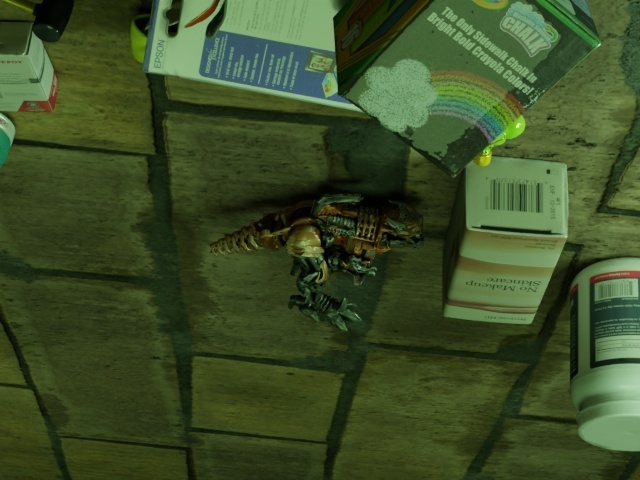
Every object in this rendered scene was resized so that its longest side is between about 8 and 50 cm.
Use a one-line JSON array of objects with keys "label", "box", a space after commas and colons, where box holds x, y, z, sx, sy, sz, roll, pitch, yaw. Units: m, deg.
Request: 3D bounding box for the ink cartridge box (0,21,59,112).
[{"label": "ink cartridge box", "box": [-0.413, -0.230, 1.789, 0.099, 0.056, 0.135, 2, 152, 5]}]

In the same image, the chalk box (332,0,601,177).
[{"label": "chalk box", "box": [0.172, -0.249, 1.451, 0.180, 0.179, 0.289, 34, 119, -25]}]

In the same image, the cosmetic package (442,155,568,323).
[{"label": "cosmetic package", "box": [0.271, 0.005, 2.026, 0.153, 0.129, 0.296, 4, 153, 1]}]

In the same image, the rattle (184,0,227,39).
[{"label": "rattle", "box": [-0.061, -0.309, 1.420, 0.143, 0.199, 0.130, 5, 152, 2]}]

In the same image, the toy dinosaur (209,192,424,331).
[{"label": "toy dinosaur", "box": [0.000, 0.000, 2.102, 0.322, 0.164, 0.218, 14, 142, 24]}]

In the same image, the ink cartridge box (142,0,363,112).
[{"label": "ink cartridge box", "box": [-0.035, -0.253, 1.599, 0.333, 0.065, 0.165, 10, 122, -9]}]

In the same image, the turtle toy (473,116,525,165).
[{"label": "turtle toy", "box": [0.209, -0.153, 1.805, 0.130, 0.066, 0.095, 3, 129, 0]}]

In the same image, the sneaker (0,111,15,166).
[{"label": "sneaker", "box": [-0.572, -0.135, 1.866, 0.296, 0.178, 0.124, 27, 146, -33]}]

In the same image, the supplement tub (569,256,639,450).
[{"label": "supplement tub", "box": [0.496, 0.182, 2.163, 0.191, 0.272, 0.191, 5, 153, 2]}]

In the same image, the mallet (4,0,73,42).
[{"label": "mallet", "box": [-0.400, -0.297, 1.655, 0.190, 0.062, 0.039, 15, 150, -17]}]

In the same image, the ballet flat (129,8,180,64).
[{"label": "ballet flat", "box": [-0.130, -0.254, 1.680, 0.231, 0.077, 0.077, 2, 138, 11]}]
